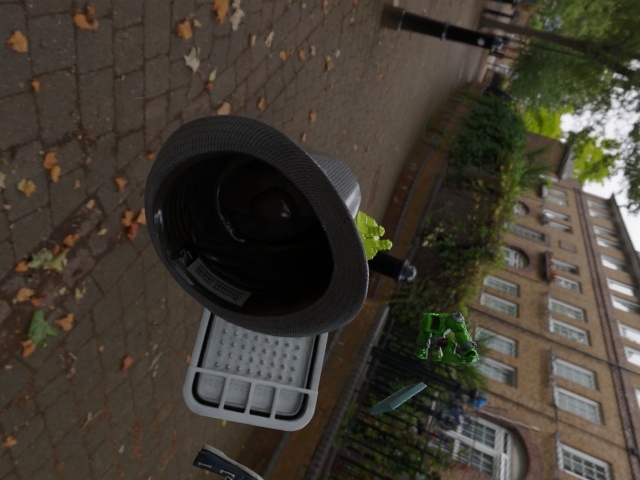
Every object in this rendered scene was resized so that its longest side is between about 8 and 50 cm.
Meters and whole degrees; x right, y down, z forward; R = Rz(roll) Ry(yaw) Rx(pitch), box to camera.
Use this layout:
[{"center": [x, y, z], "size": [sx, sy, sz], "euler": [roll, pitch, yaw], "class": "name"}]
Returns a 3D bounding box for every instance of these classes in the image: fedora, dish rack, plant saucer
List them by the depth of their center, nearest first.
[{"center": [-0.052, -0.024, 0.502], "size": [0.275, 0.243, 0.124], "euler": [-20, -162, 40], "class": "fedora"}, {"center": [-0.133, 0.233, 1.069], "size": [0.072, 0.286, 0.332], "euler": [135, -32, -72], "class": "dish rack"}, {"center": [0.197, 0.392, 1.192], "size": [0.067, 0.018, 0.192], "euler": [-28, 165, 34], "class": "plant saucer"}]

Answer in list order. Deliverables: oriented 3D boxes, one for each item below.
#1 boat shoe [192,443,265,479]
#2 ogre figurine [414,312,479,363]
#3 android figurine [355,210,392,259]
[{"center": [-0.276, 0.725, 1.475], "size": [0.079, 0.255, 0.095], "euler": [-59, 170, -30], "class": "boat shoe"}, {"center": [0.297, 0.233, 1.152], "size": [0.197, 0.097, 0.118], "euler": [136, -49, -79], "class": "ogre figurine"}, {"center": [0.000, 0.000, 0.937], "size": [0.248, 0.273, 0.056], "euler": [53, 39, -59], "class": "android figurine"}]
